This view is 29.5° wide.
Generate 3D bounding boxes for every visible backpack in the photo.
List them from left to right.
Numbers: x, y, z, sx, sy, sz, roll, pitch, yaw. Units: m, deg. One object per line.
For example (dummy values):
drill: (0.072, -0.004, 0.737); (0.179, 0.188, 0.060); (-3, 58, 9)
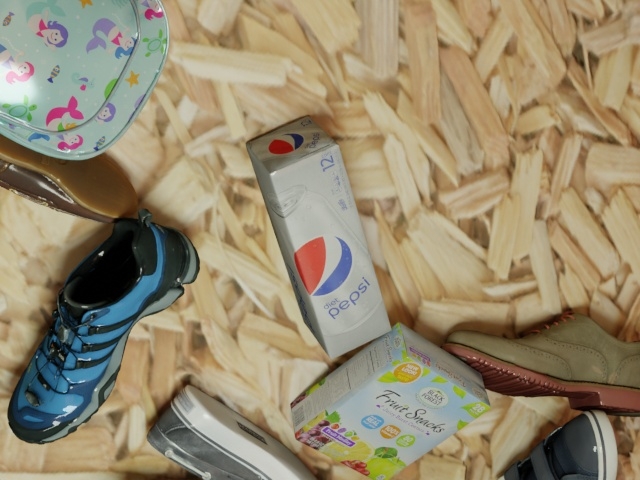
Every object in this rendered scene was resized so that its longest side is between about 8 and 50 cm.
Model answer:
backpack: (-0.279, -0.203, 1.205); (0.253, 0.191, 0.225); (31, 91, -39)

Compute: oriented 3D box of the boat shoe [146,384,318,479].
boat shoe: (-0.100, 0.308, 1.600); (0.102, 0.108, 0.301); (-47, 122, 4)

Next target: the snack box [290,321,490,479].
snack box: (0.093, 0.222, 1.627); (0.174, 0.070, 0.207); (32, 119, -33)

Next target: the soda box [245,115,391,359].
soda box: (0.000, 0.000, 1.488); (0.091, 0.098, 0.286); (-24, 124, -11)

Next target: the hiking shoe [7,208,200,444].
hiking shoe: (-0.274, 0.094, 1.387); (0.304, 0.113, 0.132); (-55, 152, -1)

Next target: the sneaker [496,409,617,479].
sneaker: (0.337, 0.371, 1.785); (0.127, 0.126, 0.321); (-1, 134, -11)

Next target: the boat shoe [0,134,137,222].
boat shoe: (-0.301, -0.074, 1.336); (0.207, 0.073, 0.073); (31, 138, -30)

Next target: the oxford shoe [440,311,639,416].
oxford shoe: (0.324, 0.162, 1.735); (0.348, 0.123, 0.130); (16, 74, -24)
